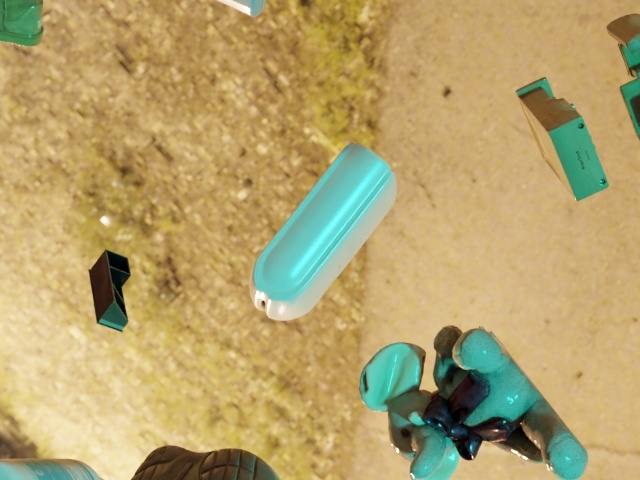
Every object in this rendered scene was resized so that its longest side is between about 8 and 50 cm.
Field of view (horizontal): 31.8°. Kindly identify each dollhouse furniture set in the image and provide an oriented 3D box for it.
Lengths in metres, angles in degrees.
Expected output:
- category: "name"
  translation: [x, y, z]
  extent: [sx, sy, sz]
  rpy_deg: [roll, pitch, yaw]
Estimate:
- category: "dollhouse furniture set"
  translation: [0.382, -0.166, 1.356]
  extent: [0.161, 0.242, 0.212]
  rpy_deg: [-101, -15, -66]

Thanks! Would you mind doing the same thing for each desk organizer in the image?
- category: "desk organizer"
  translation: [-0.321, 0.076, 1.738]
  extent: [0.047, 0.050, 0.130]
  rpy_deg: [24, -153, -33]

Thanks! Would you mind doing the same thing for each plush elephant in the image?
- category: "plush elephant"
  translation: [0.207, 0.272, 1.749]
  extent: [0.272, 0.255, 0.330]
  rpy_deg: [50, -175, -12]

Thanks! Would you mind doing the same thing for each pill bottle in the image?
- category: "pill bottle"
  translation: [-0.427, 0.408, 1.720]
  extent: [0.146, 0.146, 0.264]
  rpy_deg: [30, -178, 26]

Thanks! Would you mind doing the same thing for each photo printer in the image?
- category: "photo printer"
  translation: [0.000, 0.000, 1.875]
  extent: [0.107, 0.307, 0.256]
  rpy_deg: [37, 174, 9]

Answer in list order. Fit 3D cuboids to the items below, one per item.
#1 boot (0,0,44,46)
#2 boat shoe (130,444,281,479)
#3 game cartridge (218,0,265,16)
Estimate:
- category: "boot"
  translation: [-0.593, -0.495, 2.009]
  extent: [0.236, 0.089, 0.269]
  rpy_deg: [6, 128, -13]
- category: "boat shoe"
  translation: [-0.124, 0.339, 1.432]
  extent: [0.116, 0.123, 0.324]
  rpy_deg: [51, 154, -24]
- category: "game cartridge"
  translation: [-0.144, -0.416, 1.346]
  extent: [0.196, 0.060, 0.294]
  rpy_deg: [29, 146, 11]
